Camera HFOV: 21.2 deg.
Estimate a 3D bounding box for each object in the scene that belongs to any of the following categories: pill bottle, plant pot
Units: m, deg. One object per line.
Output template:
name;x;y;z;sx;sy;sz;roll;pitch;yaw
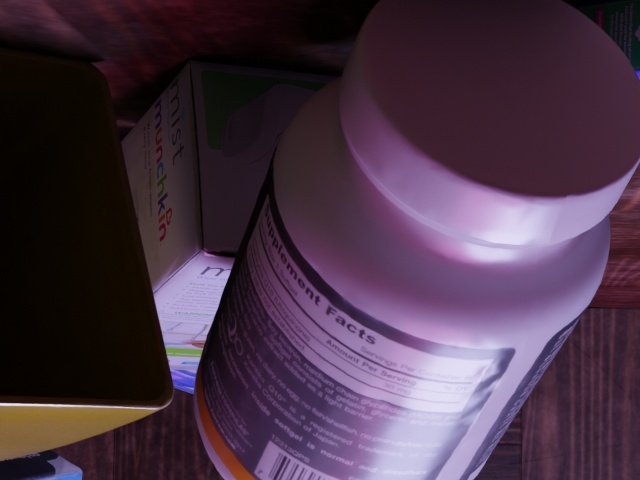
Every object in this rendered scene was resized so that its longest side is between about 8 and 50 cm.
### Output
pill bottle;0.042;0.016;0.820;0.162;0.162;0.278;3;141;-18
plant pot;-0.235;0.025;0.927;0.212;0.212;0.187;6;150;-40

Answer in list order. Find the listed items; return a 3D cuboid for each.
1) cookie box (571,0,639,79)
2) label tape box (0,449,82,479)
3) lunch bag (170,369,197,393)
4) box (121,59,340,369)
cookie box;0.166;-0.090;0.822;0.107;0.040;0.092;-5;171;40
label tape box;-0.357;0.132;1.072;0.333;0.106;0.240;26;-165;30
lunch bag;-0.061;0.032;1.232;0.219;0.176;0.090;18;153;-15
box;0.000;0.000;1.083;0.262;0.127;0.231;4;158;-24
